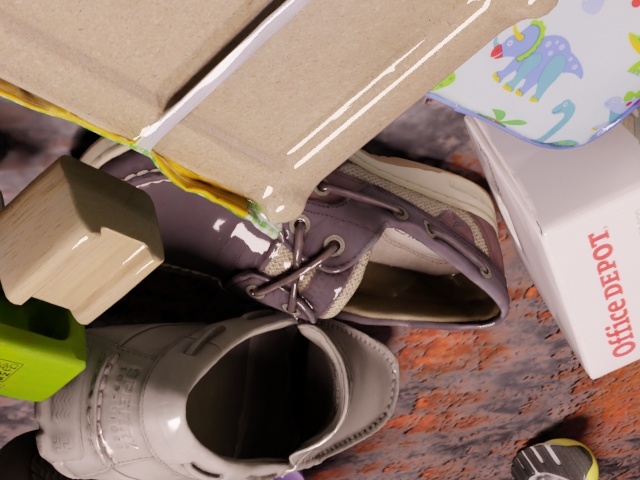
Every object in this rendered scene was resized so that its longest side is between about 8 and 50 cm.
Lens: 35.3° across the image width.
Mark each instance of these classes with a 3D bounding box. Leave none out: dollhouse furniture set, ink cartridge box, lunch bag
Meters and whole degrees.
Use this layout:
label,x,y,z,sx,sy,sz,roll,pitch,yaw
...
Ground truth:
label,x,y,z,sx,sy,sz,roll,pitch,yaw
dollhouse furniture set,-0.094,-0.091,0.386,0.301,0.151,0.197,-38,144,21
ink cartridge box,0.251,-0.051,0.618,0.272,0.115,0.198,-27,141,7
lunch bag,0.099,-0.144,0.458,0.219,0.090,0.176,16,129,-36

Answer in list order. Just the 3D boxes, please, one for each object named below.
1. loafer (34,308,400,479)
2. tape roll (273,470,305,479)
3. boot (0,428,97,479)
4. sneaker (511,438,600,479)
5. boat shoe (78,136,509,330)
label,x,y,z,sx,sy,sz,roll,pitch,yaw
loafer,-0.026,0.097,0.611,0.111,0.112,0.319,-2,177,32
tape roll,-0.110,0.179,0.751,0.188,0.080,0.189,-12,141,-10
boot,-0.156,0.273,0.663,0.284,0.138,0.377,-35,145,11
sneaker,0.246,0.250,1.010,0.094,0.081,0.209,-18,149,-16
boat shoe,0.000,0.000,0.579,0.285,0.092,0.103,11,131,-34
